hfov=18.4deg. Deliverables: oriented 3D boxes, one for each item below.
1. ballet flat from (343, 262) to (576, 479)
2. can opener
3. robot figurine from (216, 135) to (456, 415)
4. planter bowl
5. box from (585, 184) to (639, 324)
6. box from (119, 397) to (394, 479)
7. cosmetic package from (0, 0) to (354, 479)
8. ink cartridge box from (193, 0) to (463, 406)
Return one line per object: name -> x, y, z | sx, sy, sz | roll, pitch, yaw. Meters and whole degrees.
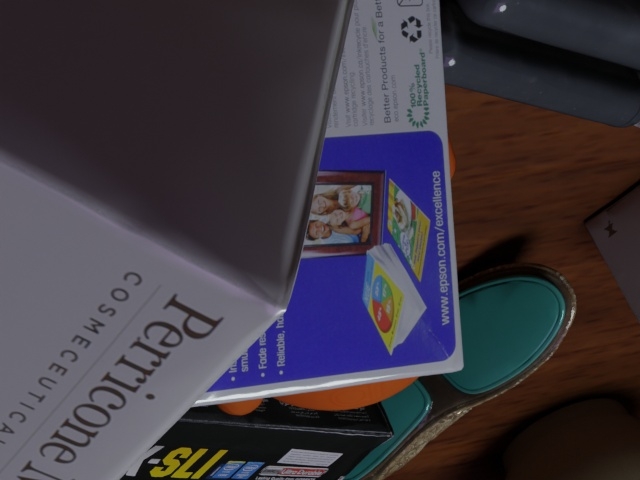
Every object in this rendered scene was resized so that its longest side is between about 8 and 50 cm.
ballet flat -> 0.076, 0.075, 1.198 | 0.206, 0.073, 0.067 | -37, 175, 26
can opener -> 0.162, -0.073, 0.976 | 0.283, 0.095, 0.076 | 9, 136, -44
robot figurine -> 0.001, -0.002, 0.944 | 0.158, 0.128, 0.219 | -19, 151, -4
planter bowl -> 0.192, 0.180, 1.389 | 0.162, 0.109, 0.162 | -18, 149, -11
box -> 0.265, 0.007, 1.183 | 0.130, 0.091, 0.170 | -39, 148, 24
box -> -0.157, 0.142, 1.107 | 0.322, 0.079, 0.257 | 9, 135, -44
cosmetic package -> -0.196, -0.065, 0.504 | 0.365, 0.155, 0.197 | 28, 132, -16
ink cartridge box -> -0.044, -0.039, 0.792 | 0.208, 0.206, 0.045 | -5, -177, -30
